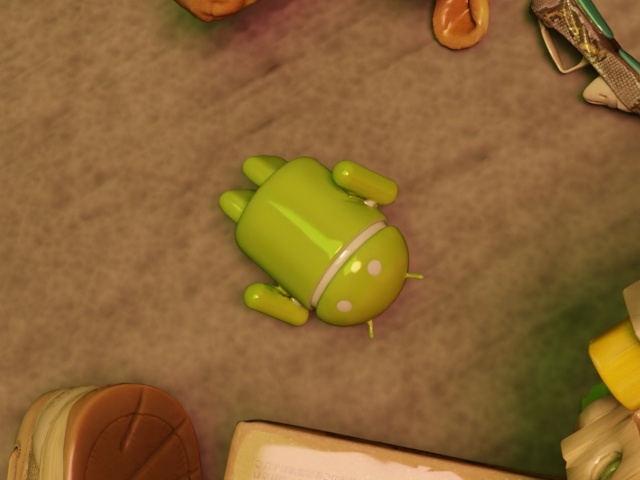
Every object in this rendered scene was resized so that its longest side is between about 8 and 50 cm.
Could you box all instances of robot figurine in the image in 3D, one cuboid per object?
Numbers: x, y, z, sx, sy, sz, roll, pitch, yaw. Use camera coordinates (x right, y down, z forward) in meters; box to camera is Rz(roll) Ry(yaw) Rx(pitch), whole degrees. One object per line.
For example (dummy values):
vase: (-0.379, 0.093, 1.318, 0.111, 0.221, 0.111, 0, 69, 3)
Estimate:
robot figurine: (0.000, 0.000, 0.575, 0.115, 0.067, 0.101, 41, 106, 15)

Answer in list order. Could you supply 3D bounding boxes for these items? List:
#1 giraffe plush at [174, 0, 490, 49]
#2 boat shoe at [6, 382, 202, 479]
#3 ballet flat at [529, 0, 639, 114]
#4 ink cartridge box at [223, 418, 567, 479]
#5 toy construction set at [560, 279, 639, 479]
giraffe plush: (0.037, -0.190, 0.579, 0.170, 0.181, 0.210, 28, 50, 4)
boat shoe: (-0.122, 0.227, 0.543, 0.098, 0.109, 0.302, -9, 79, 46)
ballet flat: (0.157, -0.100, 0.586, 0.041, 0.041, 0.114, -36, 74, 2)
ink cartridge box: (0.057, 0.199, 0.491, 0.234, 0.088, 0.193, 12, 81, 0)
toy construction set: (0.221, 0.056, 0.360, 0.327, 0.151, 0.215, -39, 102, 5)
